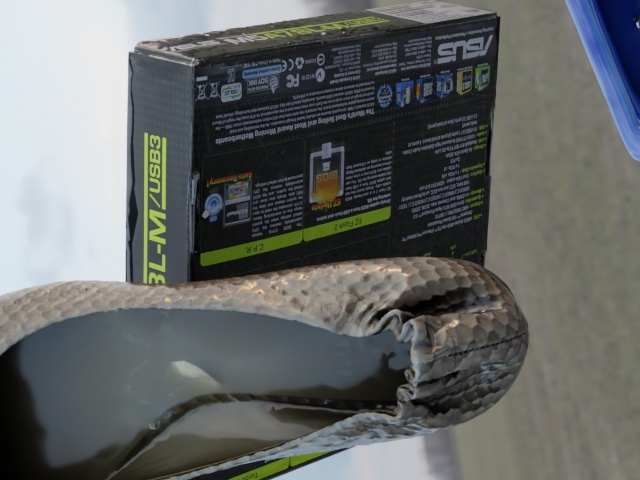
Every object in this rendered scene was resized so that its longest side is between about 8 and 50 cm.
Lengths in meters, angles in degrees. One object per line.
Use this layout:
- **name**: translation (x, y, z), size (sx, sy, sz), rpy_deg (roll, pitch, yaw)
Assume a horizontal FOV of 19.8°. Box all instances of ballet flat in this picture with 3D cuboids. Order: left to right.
- **ballet flat**: translation (-0.051, 0.053, 0.639), size (0.058, 0.250, 0.084), rpy_deg (-53, -47, -75)

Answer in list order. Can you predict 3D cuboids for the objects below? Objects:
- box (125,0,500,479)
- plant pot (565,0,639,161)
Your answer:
- **box**: translation (0.000, 0.000, 0.768), size (0.191, 0.045, 0.184), rpy_deg (-16, -64, -45)
- **plant pot**: translation (0.286, -0.201, 1.068), size (0.212, 0.236, 0.236), rpy_deg (-30, -78, -39)
